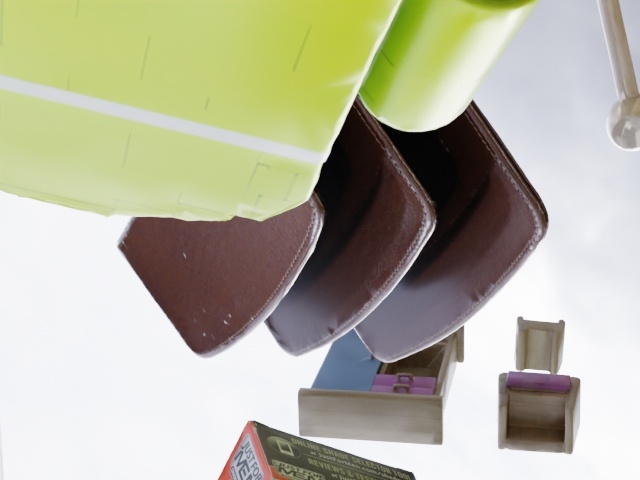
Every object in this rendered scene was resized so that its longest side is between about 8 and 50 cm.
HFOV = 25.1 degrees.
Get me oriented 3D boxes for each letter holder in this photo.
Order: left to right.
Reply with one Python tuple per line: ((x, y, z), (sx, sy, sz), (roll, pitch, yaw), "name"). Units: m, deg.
((0.000, 0.000, 1.040), (0.152, 0.302, 0.214), (-30, -99, -29), "letter holder")

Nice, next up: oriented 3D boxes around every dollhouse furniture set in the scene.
((0.107, 0.016, 1.368), (0.286, 0.303, 0.198), (2, -159, 11), "dollhouse furniture set")

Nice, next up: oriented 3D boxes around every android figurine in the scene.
((-0.065, -0.080, 0.416), (0.248, 0.273, 0.056), (12, -114, -6), "android figurine")

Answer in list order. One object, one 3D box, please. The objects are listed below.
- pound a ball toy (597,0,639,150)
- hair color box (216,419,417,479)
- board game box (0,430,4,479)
((0.288, -0.216, 1.090), (0.136, 0.208, 0.319), (-65, -40, -58), "pound a ball toy")
((-0.022, 0.142, 0.523), (0.072, 0.141, 0.043), (20, -164, -21), "hair color box")
((-0.434, 0.192, 1.108), (0.357, 0.356, 0.356), (-7, -131, -10), "board game box")
